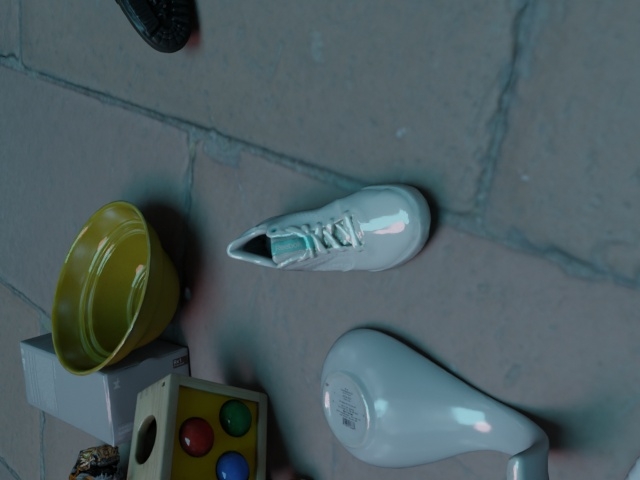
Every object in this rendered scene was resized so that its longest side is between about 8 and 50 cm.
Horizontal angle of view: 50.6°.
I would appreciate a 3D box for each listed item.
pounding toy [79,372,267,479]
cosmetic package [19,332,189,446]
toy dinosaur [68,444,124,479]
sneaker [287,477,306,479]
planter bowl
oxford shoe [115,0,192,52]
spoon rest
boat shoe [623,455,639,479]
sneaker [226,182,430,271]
[{"bbox_3d":[-0.151,0.252,0.710,0.094,0.181,0.206,-34,46,41],"label":"pounding toy"},{"bbox_3d":[-0.295,0.185,0.922,0.238,0.127,0.107,10,106,43],"label":"cosmetic package"},{"bbox_3d":[-0.339,0.445,1.007,0.218,0.165,0.321,55,150,39],"label":"toy dinosaur"},{"bbox_3d":[-0.061,0.345,0.757,0.064,0.067,0.175,22,100,46],"label":"sneaker"},{"bbox_3d":[-0.241,0.065,0.848,0.217,0.090,0.217,-18,63,39],"label":"planter bowl"},{"bbox_3d":[-0.214,-0.305,0.783,0.227,0.083,0.096,63,155,10],"label":"oxford shoe"},{"bbox_3d":[0.092,0.161,0.604,0.276,0.084,0.137,11,106,55],"label":"spoon rest"},{"bbox_3d":[0.284,0.212,0.412,0.226,0.083,0.075,25,107,44],"label":"boat shoe"},{"bbox_3d":[0.000,0.000,0.628,0.212,0.094,0.080,-12,89,43],"label":"sneaker"}]
